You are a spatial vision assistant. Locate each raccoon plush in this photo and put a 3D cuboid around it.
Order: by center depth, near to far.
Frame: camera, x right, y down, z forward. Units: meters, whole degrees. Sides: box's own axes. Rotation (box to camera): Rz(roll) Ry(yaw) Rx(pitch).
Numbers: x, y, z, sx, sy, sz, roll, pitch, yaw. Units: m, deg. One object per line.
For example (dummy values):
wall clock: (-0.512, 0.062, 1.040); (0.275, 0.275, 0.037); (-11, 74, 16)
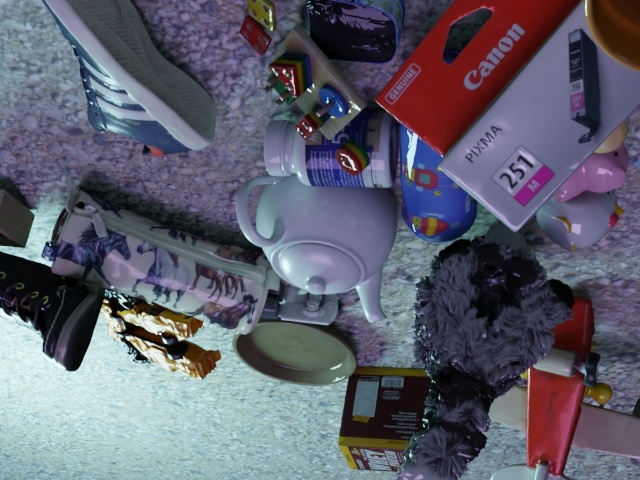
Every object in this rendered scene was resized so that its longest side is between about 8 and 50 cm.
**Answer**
raccoon plush: (0.217, 0.162, 1.315); (0.216, 0.446, 0.299); (35, -179, 8)

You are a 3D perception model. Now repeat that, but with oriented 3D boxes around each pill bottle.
pill bottle: (0.016, -0.135, 1.219); (0.187, 0.112, 0.112); (2, 143, 12)

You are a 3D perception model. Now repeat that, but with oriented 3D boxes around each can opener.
can opener: (-0.097, 0.130, 1.642); (0.280, 0.074, 0.093); (7, 145, 7)

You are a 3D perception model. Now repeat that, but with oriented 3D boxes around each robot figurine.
robot figurine: (-0.339, 0.175, 1.677); (0.291, 0.085, 0.211); (16, 128, 36)

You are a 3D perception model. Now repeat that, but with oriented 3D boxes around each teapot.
teapot: (0.000, 0.000, 1.341); (0.256, 0.187, 0.252); (9, 145, 5)

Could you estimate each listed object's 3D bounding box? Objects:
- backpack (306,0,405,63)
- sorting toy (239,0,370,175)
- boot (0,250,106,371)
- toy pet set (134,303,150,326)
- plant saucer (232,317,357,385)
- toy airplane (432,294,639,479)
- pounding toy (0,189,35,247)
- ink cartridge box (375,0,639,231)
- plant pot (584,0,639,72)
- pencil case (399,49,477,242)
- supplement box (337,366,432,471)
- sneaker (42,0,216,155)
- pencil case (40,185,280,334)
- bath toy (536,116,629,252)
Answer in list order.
backpack: (0.048, -0.281, 1.035); (0.114, 0.084, 0.105); (13, 148, 10)
sorting toy: (-0.025, -0.201, 1.079); (0.274, 0.046, 0.132); (49, 159, -4)
boot: (-0.540, 0.106, 1.473); (0.284, 0.377, 0.138); (18, 100, -12)
toy pet set: (-0.393, 0.180, 1.825); (0.122, 0.065, 0.114); (4, 109, 6)
plant saucer: (-0.055, 0.238, 1.805); (0.278, 0.041, 0.278); (7, 144, 5)
toy airplane: (0.459, 0.319, 1.577); (0.386, 0.272, 0.384); (51, 124, 2)
pounding toy: (-0.629, -0.061, 1.532); (0.141, 0.100, 0.130); (5, 158, 14)
ink cartridge box: (0.233, -0.188, 0.971); (0.239, 0.060, 0.275); (39, 112, -2)
plant pot: (0.370, -0.303, 0.829); (0.205, 0.188, 0.205); (7, 143, 5)
pencil case: (0.175, -0.132, 1.174); (0.119, 0.133, 0.306); (26, 148, 24)
supplement box: (0.156, 0.399, 1.832); (0.191, 0.194, 0.129); (-1, 143, 17)
sneaker: (-0.299, -0.234, 1.156); (0.148, 0.131, 0.350); (-15, 137, 25)
pencil case: (-0.284, 0.039, 1.499); (0.410, 0.160, 0.183); (19, 156, -10)
bath toy: (0.363, -0.124, 1.139); (0.151, 0.129, 0.348); (42, 164, 42)
